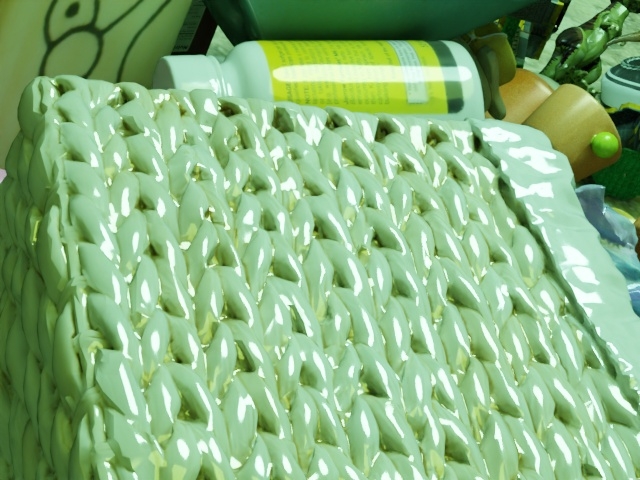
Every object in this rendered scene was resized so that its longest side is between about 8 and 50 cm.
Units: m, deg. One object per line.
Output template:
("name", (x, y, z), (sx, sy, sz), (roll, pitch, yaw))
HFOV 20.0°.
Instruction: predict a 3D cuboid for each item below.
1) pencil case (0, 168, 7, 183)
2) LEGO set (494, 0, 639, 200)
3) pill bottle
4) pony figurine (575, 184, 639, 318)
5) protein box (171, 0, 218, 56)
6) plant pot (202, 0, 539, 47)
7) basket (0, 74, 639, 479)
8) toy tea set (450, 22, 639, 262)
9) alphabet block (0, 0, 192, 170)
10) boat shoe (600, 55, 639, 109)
("pencil case", (-0.218, -0.005, 1.135), (0.209, 0.098, 0.095), (20, 50, -15))
("LEGO set", (0.245, -0.217, 1.604), (0.254, 0.331, 0.192), (11, 47, 3))
("pill bottle", (-0.004, -0.076, 1.228), (0.208, 0.119, 0.119), (-1, 37, -16))
("pony figurine", (0.245, 0.128, 1.037), (0.363, 0.351, 0.303), (31, 4, 13))
("protein box", (-0.166, -0.284, 1.507), (0.136, 0.201, 0.200), (-7, 43, -44))
("plant pot", (0.014, -0.255, 1.315), (0.235, 0.293, 0.293), (-31, 51, -10))
("basket", (-0.029, 0.138, 0.809), (0.266, 0.328, 0.331), (11, 33, -20))
("toy tea set", (0.221, -0.066, 1.440), (0.124, 0.200, 0.336), (-35, 58, -17))
("alphabet block", (-0.227, -0.156, 1.261), (0.193, 0.197, 0.192), (40, 32, 25))
("boat shoe", (0.409, -0.174, 1.745), (0.301, 0.102, 0.108), (5, 22, 36))
